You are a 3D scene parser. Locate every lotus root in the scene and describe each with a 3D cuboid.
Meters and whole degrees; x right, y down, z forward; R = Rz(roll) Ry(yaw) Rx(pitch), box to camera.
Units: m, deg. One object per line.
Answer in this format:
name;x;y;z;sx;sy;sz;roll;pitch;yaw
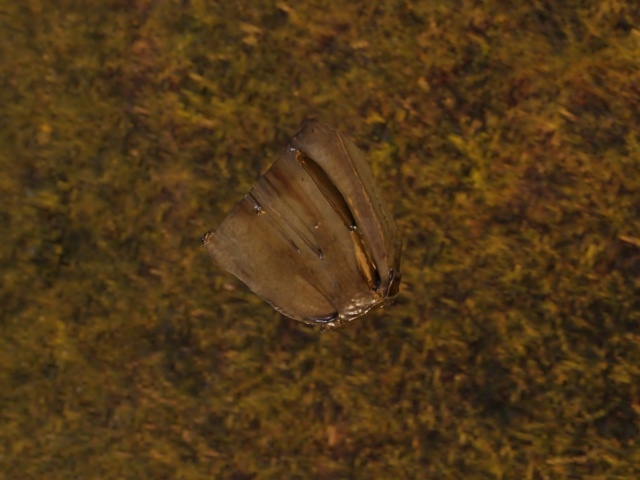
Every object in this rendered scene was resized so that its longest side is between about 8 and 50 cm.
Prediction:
lotus root;0.000;0.001;1.032;0.143;0.070;0.144;-39;81;16
